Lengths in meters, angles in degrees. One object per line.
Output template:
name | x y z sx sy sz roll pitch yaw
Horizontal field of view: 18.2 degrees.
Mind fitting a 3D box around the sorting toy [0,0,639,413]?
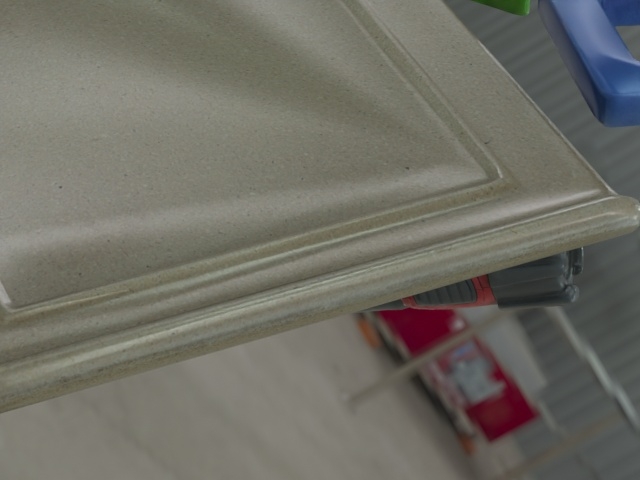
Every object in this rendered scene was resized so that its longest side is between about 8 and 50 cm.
sorting toy | -0.043 -0.025 0.523 0.196 0.348 0.047 -128 -149 -45

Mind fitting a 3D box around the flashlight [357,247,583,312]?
flashlight | 0.000 0.000 1.193 0.103 0.304 0.103 -10 96 -74
